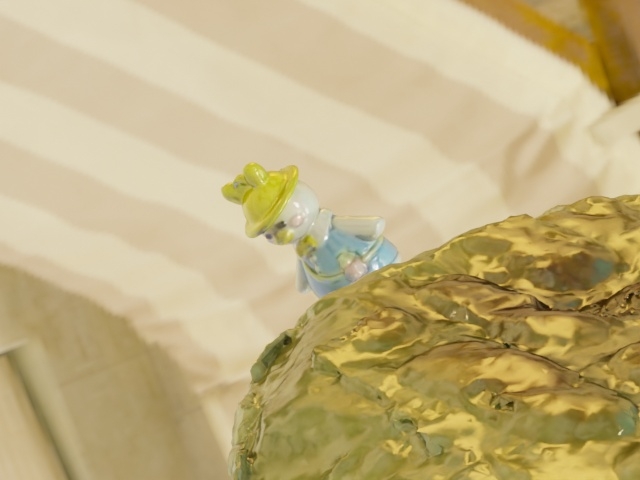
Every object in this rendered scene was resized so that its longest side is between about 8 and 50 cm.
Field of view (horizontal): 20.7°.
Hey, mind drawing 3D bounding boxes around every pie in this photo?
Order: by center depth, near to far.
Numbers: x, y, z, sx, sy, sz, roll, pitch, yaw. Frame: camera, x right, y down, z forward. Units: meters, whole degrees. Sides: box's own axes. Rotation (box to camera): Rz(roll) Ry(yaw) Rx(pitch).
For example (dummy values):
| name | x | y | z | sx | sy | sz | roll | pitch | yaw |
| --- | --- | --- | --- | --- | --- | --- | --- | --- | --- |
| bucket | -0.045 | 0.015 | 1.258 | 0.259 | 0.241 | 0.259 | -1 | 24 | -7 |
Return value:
| name | x | y | z | sx | sy | sz | roll | pitch | yaw |
| --- | --- | --- | --- | --- | --- | --- | --- | --- | --- |
| pie | 0.109 | 0.050 | 0.566 | 0.306 | 0.306 | 0.071 | 13 | 115 | 41 |

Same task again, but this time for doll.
| name | x | y | z | sx | sy | sz | roll | pitch | yaw |
| --- | --- | --- | --- | --- | --- | --- | --- | --- | --- |
| doll | -0.001 | 0.001 | 1.913 | 0.241 | 0.099 | 0.135 | 38 | 166 | -12 |
